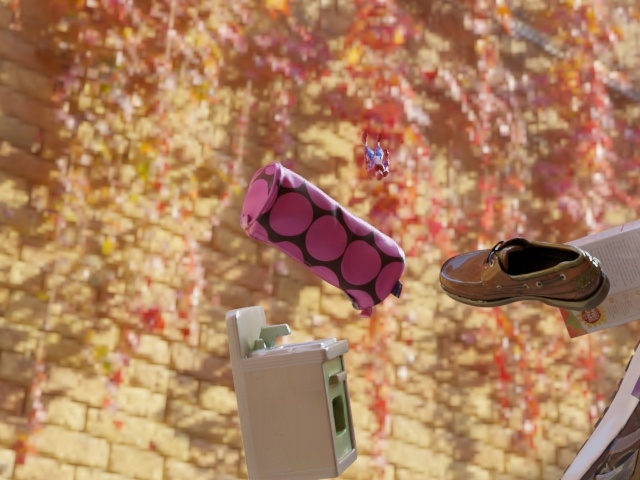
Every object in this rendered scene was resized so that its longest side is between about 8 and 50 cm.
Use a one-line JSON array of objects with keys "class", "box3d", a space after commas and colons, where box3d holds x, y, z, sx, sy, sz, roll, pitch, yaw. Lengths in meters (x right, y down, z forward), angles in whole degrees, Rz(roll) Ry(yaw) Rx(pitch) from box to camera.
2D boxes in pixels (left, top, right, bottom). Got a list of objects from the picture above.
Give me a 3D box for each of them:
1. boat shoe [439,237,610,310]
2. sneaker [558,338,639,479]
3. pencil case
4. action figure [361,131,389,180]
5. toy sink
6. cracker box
[{"class": "boat shoe", "box3d": [0.317, 0.040, 2.144, 0.307, 0.110, 0.104, -1, -39, 38]}, {"class": "sneaker", "box3d": [0.264, 0.195, 1.020, 0.107, 0.283, 0.124, 21, 2, -22]}, {"class": "pencil case", "box3d": [0.000, 0.000, 1.520, 0.209, 0.098, 0.095, 34, -10, -22]}, {"class": "action figure", "box3d": [0.081, -0.123, 1.942, 0.038, 0.115, 0.030, 6, -53, -10]}, {"class": "toy sink", "box3d": [-0.032, 0.199, 1.776, 0.131, 0.234, 0.153, -9, -2, 12]}, {"class": "cracker box", "box3d": [0.514, 0.059, 2.254, 0.232, 0.155, 0.067, -19, 9, 23]}]
